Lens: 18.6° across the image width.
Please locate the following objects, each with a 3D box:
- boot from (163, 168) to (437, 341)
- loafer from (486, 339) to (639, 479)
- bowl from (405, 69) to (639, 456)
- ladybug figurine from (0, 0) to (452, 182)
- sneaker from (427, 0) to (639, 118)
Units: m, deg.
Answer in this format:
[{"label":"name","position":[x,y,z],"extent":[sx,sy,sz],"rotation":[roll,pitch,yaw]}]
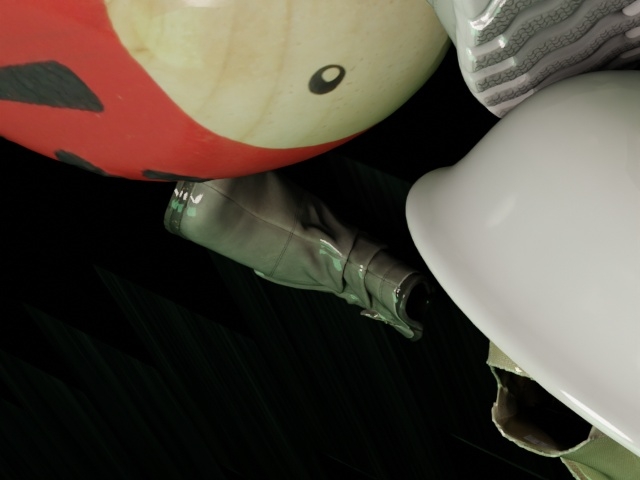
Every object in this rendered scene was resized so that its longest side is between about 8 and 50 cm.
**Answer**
[{"label":"boot","position":[0.000,0.000,1.330],"extent":[0.161,0.083,0.246],"rotation":[26,178,17]},{"label":"loafer","position":[0.166,0.111,1.315],"extent":[0.102,0.092,0.268],"rotation":[19,153,38]},{"label":"bowl","position":[0.199,0.003,0.903],"extent":[0.298,0.134,0.298],"rotation":[27,-161,-10]},{"label":"ladybug figurine","position":[-0.115,-0.145,1.119],"extent":[0.305,0.162,0.449],"rotation":[47,157,-26]},{"label":"sneaker","position":[0.080,-0.162,0.917],"extent":[0.281,0.105,0.115],"rotation":[54,-170,-50]}]
